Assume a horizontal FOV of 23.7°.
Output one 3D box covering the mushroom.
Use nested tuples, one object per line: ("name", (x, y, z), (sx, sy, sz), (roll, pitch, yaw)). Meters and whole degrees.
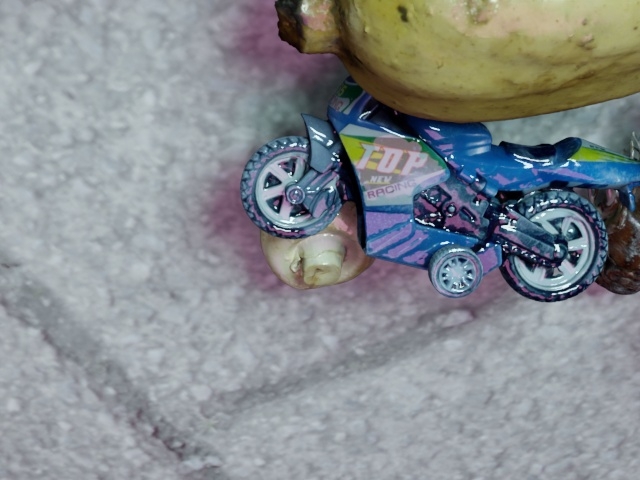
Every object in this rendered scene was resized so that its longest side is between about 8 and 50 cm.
("mushroom", (0.000, 0.000, 1.043), (0.083, 0.067, 0.083), (-4, 140, -3))

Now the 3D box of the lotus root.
("lotus root", (0.115, -0.146, 0.863), (0.284, 0.146, 0.160), (-6, 143, -1))

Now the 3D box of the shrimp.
("shrimp", (0.214, -0.025, 1.056), (0.056, 0.065, 0.165), (-26, 135, -28))

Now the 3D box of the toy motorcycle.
("toy motorcycle", (0.081, -0.042, 0.977), (0.254, 0.092, 0.135), (14, 104, -11))
